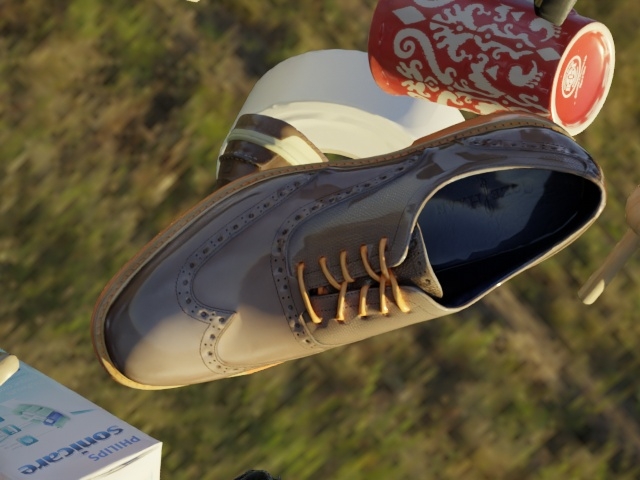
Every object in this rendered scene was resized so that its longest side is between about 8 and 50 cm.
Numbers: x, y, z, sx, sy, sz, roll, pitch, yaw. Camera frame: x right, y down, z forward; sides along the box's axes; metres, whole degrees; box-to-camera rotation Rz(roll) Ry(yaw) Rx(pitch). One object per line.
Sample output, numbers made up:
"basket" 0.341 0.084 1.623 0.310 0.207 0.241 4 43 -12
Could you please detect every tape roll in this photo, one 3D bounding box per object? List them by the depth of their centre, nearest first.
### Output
"tape roll" 0.030 -0.070 2.197 0.286 0.286 0.100 42 41 -17

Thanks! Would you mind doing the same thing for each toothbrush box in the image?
"toothbrush box" -0.272 0.209 1.547 0.295 0.216 0.126 25 32 36

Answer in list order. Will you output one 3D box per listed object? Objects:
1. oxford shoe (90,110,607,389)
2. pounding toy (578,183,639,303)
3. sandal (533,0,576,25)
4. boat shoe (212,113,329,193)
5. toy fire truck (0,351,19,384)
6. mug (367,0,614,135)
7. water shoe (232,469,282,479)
"oxford shoe" 0.017 0.009 1.312 0.133 0.363 0.130 -128 -166 -76
"pounding toy" 0.368 0.028 1.717 0.236 0.183 0.110 30 58 7
"sandal" 0.171 -0.227 1.445 0.054 0.097 0.254 26 21 -7
"boat shoe" -0.006 -0.001 1.651 0.095 0.095 0.257 5 -27 46
"toy fire truck" -0.366 0.126 1.426 0.246 0.159 0.217 8 15 -30
"mug" 0.134 -0.162 1.542 0.169 0.113 0.150 22 -42 34
"water shoe" -0.033 0.221 1.555 0.073 0.080 0.203 11 10 37
